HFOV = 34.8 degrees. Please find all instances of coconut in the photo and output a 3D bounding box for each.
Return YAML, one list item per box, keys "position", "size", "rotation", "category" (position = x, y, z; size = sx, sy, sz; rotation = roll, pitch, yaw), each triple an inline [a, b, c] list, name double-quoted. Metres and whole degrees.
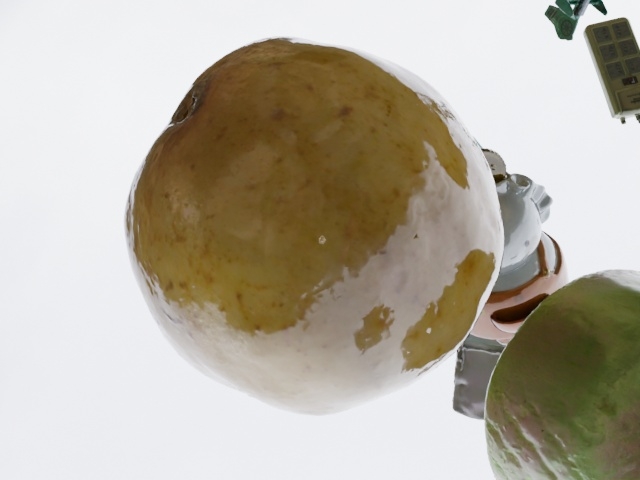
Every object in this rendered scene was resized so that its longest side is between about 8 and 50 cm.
- position: [0.236, 0.137, 0.790]
  size: [0.205, 0.236, 0.236]
  rotation: [-16, -150, -23]
  category: "coconut"

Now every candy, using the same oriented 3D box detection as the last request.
- position: [0.292, 0.173, 1.443]
  size: [0.185, 0.137, 0.195]
  rotation: [7, -159, 21]
  category: "candy"

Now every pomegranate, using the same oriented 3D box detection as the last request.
- position: [-0.007, -0.017, 0.796]
  size: [0.307, 0.307, 0.307]
  rotation: [-24, -140, 21]
  category: "pomegranate"

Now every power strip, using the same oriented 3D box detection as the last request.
- position: [0.454, -0.253, 1.532]
  size: [0.076, 0.028, 0.169]
  rotation: [-15, -102, -8]
  category: "power strip"

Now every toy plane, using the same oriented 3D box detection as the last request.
- position: [0.317, -0.320, 1.138]
  size: [0.060, 0.235, 0.096]
  rotation: [-15, -129, -33]
  category: "toy plane"

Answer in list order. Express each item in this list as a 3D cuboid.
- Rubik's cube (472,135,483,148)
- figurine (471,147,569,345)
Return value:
- position: [0.175, -0.016, 1.345]
  size: [0.224, 0.213, 0.265]
  rotation: [16, -149, 38]
  category: "Rubik's cube"
- position: [0.189, 0.007, 1.098]
  size: [0.143, 0.271, 0.143]
  rotation: [-18, -152, 10]
  category: "figurine"
